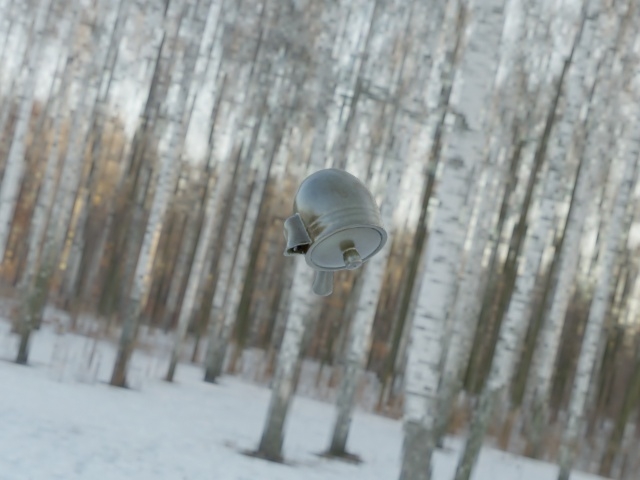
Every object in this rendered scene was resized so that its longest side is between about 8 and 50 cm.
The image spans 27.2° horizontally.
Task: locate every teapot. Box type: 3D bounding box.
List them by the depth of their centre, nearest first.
[{"bbox_3d":[0.000,0.000,1.026,0.085,0.080,0.110,-7,-31,-20],"label":"teapot"}]
